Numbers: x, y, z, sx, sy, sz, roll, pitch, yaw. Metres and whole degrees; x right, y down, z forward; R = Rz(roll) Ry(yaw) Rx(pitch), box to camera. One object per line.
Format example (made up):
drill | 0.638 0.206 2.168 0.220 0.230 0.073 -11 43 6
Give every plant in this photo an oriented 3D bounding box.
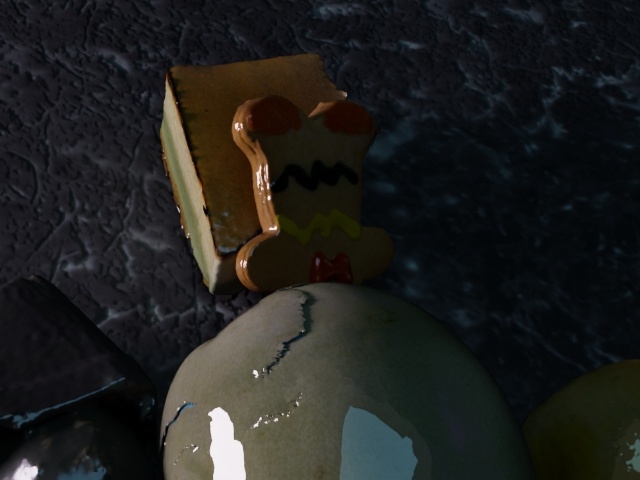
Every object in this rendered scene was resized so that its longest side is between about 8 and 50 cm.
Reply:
plant | -0.211 0.146 1.047 0.164 0.141 0.256 -12 46 -20

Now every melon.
melon | 0.022 0.180 0.987 0.269 0.268 0.330 -12 60 -19

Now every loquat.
loquat | 0.249 0.196 1.062 0.213 0.213 0.213 5 53 -7

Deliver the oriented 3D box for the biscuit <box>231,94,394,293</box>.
biscuit | 0.000 0.000 1.170 0.165 0.036 0.250 -4 91 -38

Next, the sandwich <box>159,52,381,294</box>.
sandwich | -0.038 -0.059 1.250 0.186 0.108 0.220 -7 55 -15
